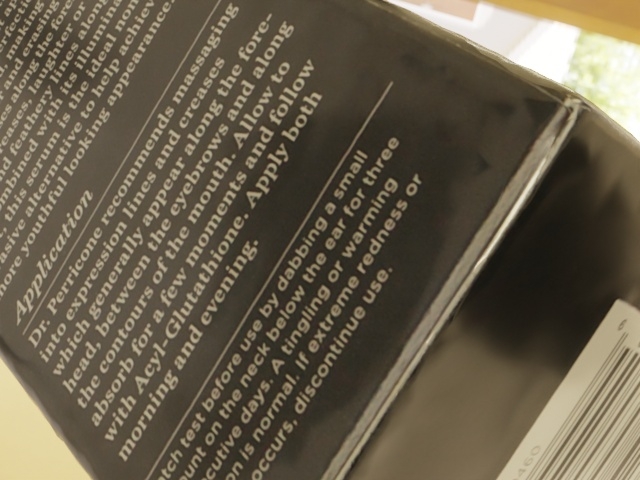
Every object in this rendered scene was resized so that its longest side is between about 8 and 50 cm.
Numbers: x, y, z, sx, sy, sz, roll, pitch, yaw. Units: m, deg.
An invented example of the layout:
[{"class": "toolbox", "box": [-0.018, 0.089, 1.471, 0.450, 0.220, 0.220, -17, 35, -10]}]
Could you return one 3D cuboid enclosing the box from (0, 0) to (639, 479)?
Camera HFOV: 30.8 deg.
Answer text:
[{"class": "box", "box": [0.000, 0.000, 0.582, 0.293, 0.395, 0.212, 26, 99, -45]}]
